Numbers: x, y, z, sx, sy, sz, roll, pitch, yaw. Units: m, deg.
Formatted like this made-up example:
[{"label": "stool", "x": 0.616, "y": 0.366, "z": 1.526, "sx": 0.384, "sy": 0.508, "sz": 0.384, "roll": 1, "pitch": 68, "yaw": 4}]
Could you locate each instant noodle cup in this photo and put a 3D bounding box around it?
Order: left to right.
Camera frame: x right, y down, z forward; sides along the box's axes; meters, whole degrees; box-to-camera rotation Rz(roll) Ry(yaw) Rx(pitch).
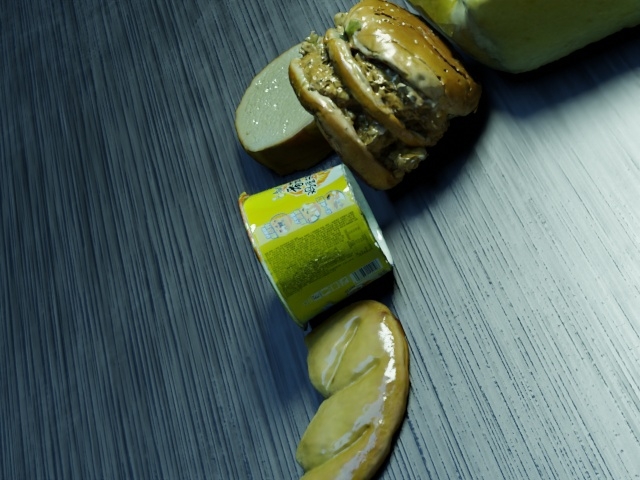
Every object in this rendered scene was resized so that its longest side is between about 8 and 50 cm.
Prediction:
[{"label": "instant noodle cup", "x": 0.000, "y": 0.000, "z": 1.809, "sx": 0.153, "sy": 0.205, "sz": 0.205, "roll": -26, "pitch": 42, "yaw": 8}]

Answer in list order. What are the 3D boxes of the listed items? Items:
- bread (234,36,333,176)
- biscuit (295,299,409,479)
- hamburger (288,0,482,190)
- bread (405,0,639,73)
[{"label": "bread", "x": -0.031, "y": -0.210, "z": 2.114, "sx": 0.236, "sy": 0.070, "sz": 0.236, "roll": -24, "pitch": 42, "yaw": 24}, {"label": "biscuit", "x": 0.039, "y": 0.202, "z": 1.707, "sx": 0.154, "sy": 0.045, "sz": 0.299, "roll": -18, "pitch": 46, "yaw": 26}, {"label": "hamburger", "x": 0.087, "y": -0.218, "z": 1.908, "sx": 0.211, "sy": 0.245, "sz": 0.260, "roll": -42, "pitch": -4, "yaw": 18}, {"label": "bread", "x": 0.258, "y": -0.374, "z": 1.890, "sx": 0.264, "sy": 0.239, "sz": 0.395, "roll": -40, "pitch": 42, "yaw": 9}]
